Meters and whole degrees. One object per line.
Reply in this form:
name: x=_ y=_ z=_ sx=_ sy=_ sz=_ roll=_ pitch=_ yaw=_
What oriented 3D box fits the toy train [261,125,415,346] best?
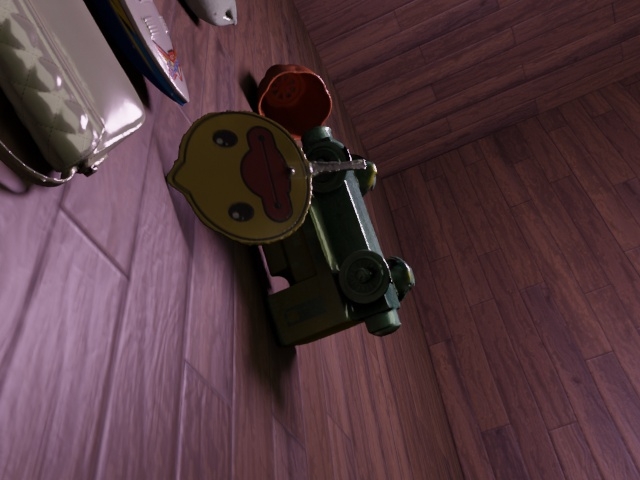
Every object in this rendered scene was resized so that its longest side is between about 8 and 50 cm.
toy train: x=0.000 y=0.000 z=1.199 sx=0.160 sy=0.253 sz=0.397 roll=11 pitch=58 yaw=-66

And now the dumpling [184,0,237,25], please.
dumpling: x=-0.252 y=-0.562 z=1.437 sx=0.216 sy=0.105 sz=0.149 roll=50 pitch=27 yaw=-44

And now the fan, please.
fan: x=-0.076 y=-0.105 z=1.046 sx=0.011 sy=0.335 sz=0.229 roll=137 pitch=-57 yaw=-61

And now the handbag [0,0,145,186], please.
handbag: x=-0.298 y=-0.179 z=0.670 sx=0.256 sy=0.079 sz=0.219 roll=63 pitch=24 yaw=-20

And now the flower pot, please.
flower pot: x=-0.083 y=-0.372 z=1.725 sx=0.190 sy=0.191 sz=0.173 roll=60 pitch=1 yaw=-33

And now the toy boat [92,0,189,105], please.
toy boat: x=-0.273 y=-0.340 z=1.001 sx=0.129 sy=0.088 sz=0.295 roll=-77 pitch=143 yaw=-69
